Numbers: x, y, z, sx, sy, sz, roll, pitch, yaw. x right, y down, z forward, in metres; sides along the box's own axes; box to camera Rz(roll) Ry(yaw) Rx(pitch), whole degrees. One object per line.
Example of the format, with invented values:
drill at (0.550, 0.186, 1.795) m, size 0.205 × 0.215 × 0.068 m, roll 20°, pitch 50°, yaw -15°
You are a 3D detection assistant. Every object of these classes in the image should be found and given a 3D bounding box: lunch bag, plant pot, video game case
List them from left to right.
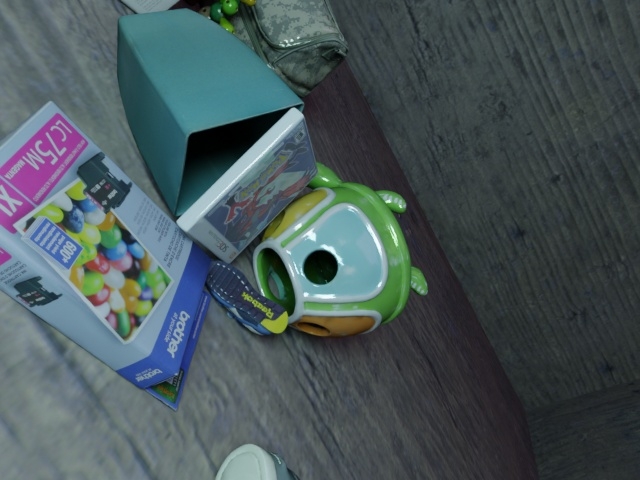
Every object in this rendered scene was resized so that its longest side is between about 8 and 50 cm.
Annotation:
plant pot at (-0.171, -0.191, 0.684) m, size 0.166 × 0.165 × 0.234 m, roll -25°, pitch 70°, yaw -33°
video game case at (-0.085, -0.063, 0.687) m, size 0.023 × 0.201 × 0.183 m, roll 42°, pitch -8°, yaw 14°
lunch bag at (-0.092, -0.483, 1.134) m, size 0.213 × 0.256 × 0.304 m, roll 13°, pitch 54°, yaw -65°

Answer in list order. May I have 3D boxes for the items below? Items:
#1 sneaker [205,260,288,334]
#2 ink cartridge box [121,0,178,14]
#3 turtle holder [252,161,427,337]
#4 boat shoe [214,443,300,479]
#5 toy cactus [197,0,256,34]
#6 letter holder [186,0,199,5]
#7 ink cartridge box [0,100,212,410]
sneaker at (-0.116, 0.089, 0.729) m, size 0.144 × 0.059 × 0.053 m, roll 44°, pitch 54°, yaw -9°
ink cartridge box at (-0.291, -0.496, 0.743) m, size 0.283 × 0.207 × 0.117 m, roll 27°, pitch 41°, yaw -59°
turtle holder at (0.012, 0.008, 0.841) m, size 0.228 × 0.243 × 0.320 m, roll -16°, pitch 108°, yaw -35°
boat shoe at (-0.047, 0.365, 0.486) m, size 0.099 × 0.116 × 0.319 m, roll 43°, pitch 24°, yaw -36°
toy cactus at (-0.212, -0.436, 0.971) m, size 0.112 × 0.218 × 0.181 m, roll 32°, pitch -6°, yaw -30°
letter holder at (-0.305, -0.675, 0.999) m, size 0.214 × 0.152 × 0.301 m, roll 15°, pitch 53°, yaw -61°
ink cartridge box at (-0.220, 0.022, 0.540) m, size 0.311 × 0.065 × 0.185 m, roll 53°, pitch 24°, yaw -32°
